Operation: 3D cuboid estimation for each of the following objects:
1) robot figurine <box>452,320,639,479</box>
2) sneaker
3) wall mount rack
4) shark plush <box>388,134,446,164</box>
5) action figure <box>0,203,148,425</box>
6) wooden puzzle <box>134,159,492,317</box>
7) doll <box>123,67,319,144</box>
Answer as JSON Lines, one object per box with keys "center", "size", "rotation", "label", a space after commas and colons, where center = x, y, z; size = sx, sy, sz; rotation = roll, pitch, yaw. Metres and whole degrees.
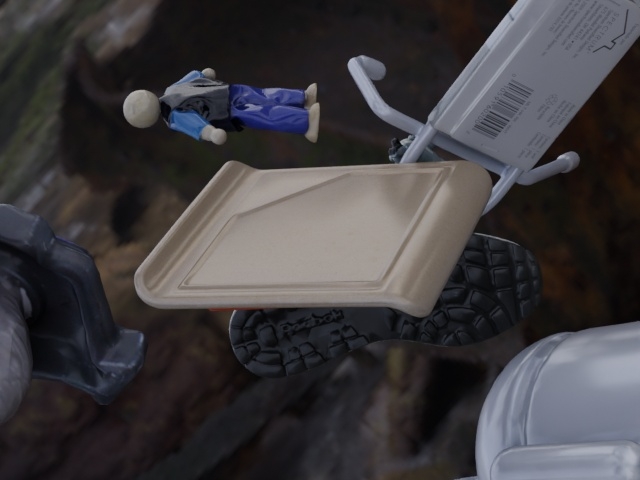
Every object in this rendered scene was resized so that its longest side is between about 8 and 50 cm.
{"center": [0.263, 0.160, 1.264], "size": [0.353, 0.300, 0.200], "rotation": [-13, 79, 45], "label": "robot figurine"}
{"center": [0.058, 0.041, 1.502], "size": [0.283, 0.107, 0.124], "rotation": [-10, 13, 5], "label": "sneaker"}
{"center": [0.206, -0.161, 1.440], "size": [0.350, 0.304, 0.130], "rotation": [-52, 38, 23], "label": "wall mount rack"}
{"center": [0.131, -0.107, 2.114], "size": [0.067, 0.161, 0.073], "rotation": [41, 89, 25], "label": "shark plush"}
{"center": [-0.236, 0.009, 0.531], "size": [0.330, 0.341, 0.178], "rotation": [105, -176, -61], "label": "action figure"}
{"center": [0.000, 0.000, 1.319], "size": [0.238, 0.044, 0.221], "rotation": [3, 31, 21], "label": "wooden puzzle"}
{"center": [-0.097, -0.127, 1.600], "size": [0.129, 0.189, 0.046], "rotation": [-96, 10, -54], "label": "doll"}
